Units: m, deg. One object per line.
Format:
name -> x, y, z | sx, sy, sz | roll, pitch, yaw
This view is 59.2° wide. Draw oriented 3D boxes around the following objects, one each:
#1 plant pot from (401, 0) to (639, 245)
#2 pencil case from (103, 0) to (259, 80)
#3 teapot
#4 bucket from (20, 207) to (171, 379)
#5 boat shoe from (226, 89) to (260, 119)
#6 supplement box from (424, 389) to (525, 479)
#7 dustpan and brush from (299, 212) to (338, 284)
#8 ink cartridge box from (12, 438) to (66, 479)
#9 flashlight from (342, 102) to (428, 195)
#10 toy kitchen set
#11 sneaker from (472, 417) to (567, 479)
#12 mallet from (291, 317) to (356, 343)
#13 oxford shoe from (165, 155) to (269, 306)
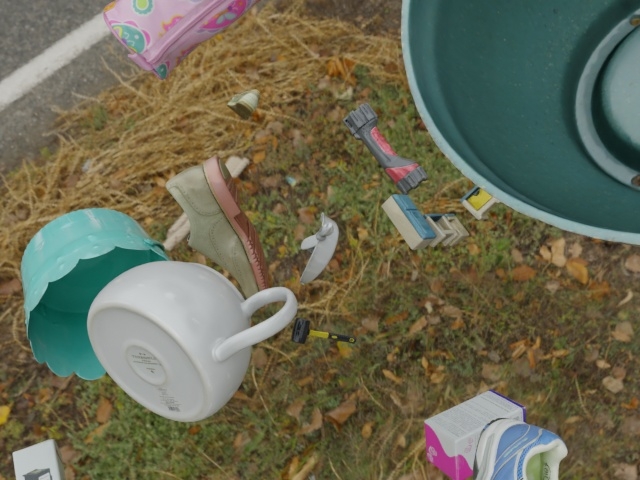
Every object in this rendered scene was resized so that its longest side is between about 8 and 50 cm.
plant pot -> 0.224, -0.126, 0.338 | 0.293, 0.196, 0.293 | -8, 76, 34
pencil case -> -0.142, -0.338, 0.735 | 0.284, 0.124, 0.124 | -34, 52, 9
teapot -> -0.190, 0.122, 0.825 | 0.256, 0.252, 0.187 | 34, 42, 9
bucket -> -0.393, 0.088, 1.018 | 0.281, 0.281, 0.183 | -33, 45, -12
boat shoe -> -0.168, -0.305, 1.254 | 0.048, 0.056, 0.153 | -55, 18, -5
supplement box -> 0.365, 0.456, 1.329 | 0.220, 0.111, 0.114 | -14, 17, -29
dustpan and brush -> 0.000, 0.000, 1.078 | 0.060, 0.211, 0.147 | 23, 72, -17
ink cartridge box -> -0.509, 0.480, 1.045 | 0.072, 0.127, 0.175 | -13, 58, -24
flashlight -> 0.205, -0.284, 1.734 | 0.103, 0.103, 0.304 | -30, 84, -45
toy kitchen set -> 0.271, -0.082, 1.214 | 0.166, 0.207, 0.122 | -47, 64, 32
sneaker -> 0.185, 0.277, 0.542 | 0.080, 0.081, 0.211 | 24, 66, -22
mallet -> 0.012, 0.226, 1.405 | 0.039, 0.190, 0.062 | 4, 87, 57
oxford shoe -> -0.226, 0.000, 1.320 | 0.146, 0.397, 0.140 | -19, 25, 2
